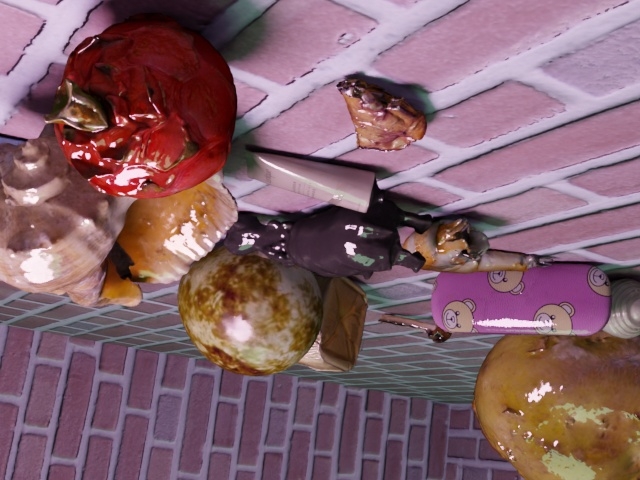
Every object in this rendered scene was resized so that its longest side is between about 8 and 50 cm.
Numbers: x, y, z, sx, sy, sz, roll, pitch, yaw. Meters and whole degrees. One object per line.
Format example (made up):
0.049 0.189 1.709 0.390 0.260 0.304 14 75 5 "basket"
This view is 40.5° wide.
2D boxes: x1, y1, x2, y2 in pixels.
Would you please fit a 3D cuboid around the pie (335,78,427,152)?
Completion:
0.067 -0.128 0.928 0.092 0.034 0.170 7 165 16 "pie"

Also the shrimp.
0.226 0.027 1.378 0.185 0.068 0.287 -3 164 39 "shrimp"

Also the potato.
0.539 0.306 1.702 0.442 0.385 0.319 -4 153 -1 "potato"

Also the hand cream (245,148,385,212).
-0.007 -0.079 1.128 0.186 0.054 0.087 13 161 2 "hand cream"

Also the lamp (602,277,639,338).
0.510 0.119 1.554 0.106 0.106 0.193 13 174 -24 "lamp"

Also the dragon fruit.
-0.158 -0.122 0.798 0.172 0.172 0.209 6 -166 1 "dragon fruit"

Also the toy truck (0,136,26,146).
-0.429 -0.055 1.220 0.367 0.146 0.175 8 158 -17 "toy truck"

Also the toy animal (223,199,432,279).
0.008 0.004 1.324 0.168 0.106 0.343 19 164 -42 "toy animal"

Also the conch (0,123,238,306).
-0.258 -0.047 1.047 0.297 0.210 0.352 -18 168 -3 "conch"

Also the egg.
-0.133 0.118 1.552 0.289 0.238 0.238 9 169 36 "egg"

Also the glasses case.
0.339 0.102 1.496 0.316 0.123 0.076 -3 168 32 "glasses case"

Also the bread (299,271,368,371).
0.001 0.161 1.736 0.110 0.192 0.210 2 165 28 "bread"

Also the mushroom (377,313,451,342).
0.225 0.199 2.078 0.187 0.061 0.060 13 155 23 "mushroom"
